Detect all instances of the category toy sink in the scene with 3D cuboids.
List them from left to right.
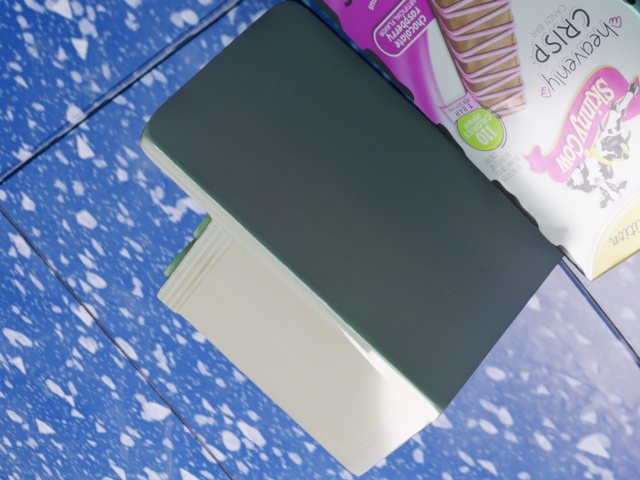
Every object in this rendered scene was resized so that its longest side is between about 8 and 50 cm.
[{"bbox_3d":[0.000,0.000,0.953,0.234,0.153,0.131,42,145,0],"label":"toy sink"}]

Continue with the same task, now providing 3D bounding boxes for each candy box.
[{"bbox_3d":[0.118,-0.106,0.801,0.233,0.071,0.159,44,144,-2],"label":"candy box"}]
